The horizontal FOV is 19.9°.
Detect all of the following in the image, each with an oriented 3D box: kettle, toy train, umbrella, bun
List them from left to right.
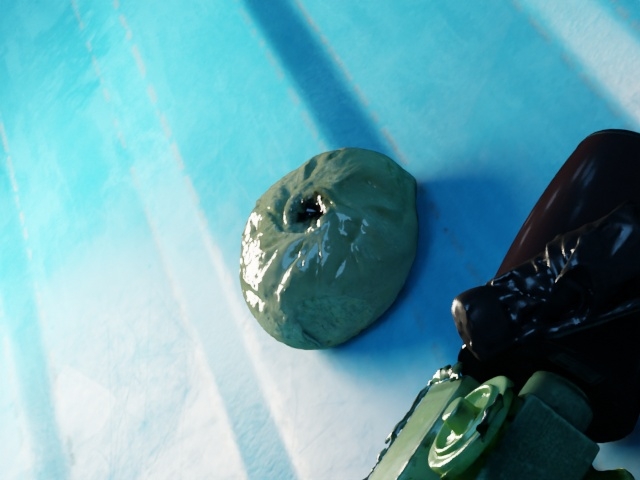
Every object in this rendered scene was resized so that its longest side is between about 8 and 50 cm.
[{"bbox_3d":[0.000,-0.002,1.789,0.221,0.108,0.221,-36,33,27],"label":"bun"},{"bbox_3d":[0.100,0.216,1.320,0.271,0.159,0.188,-54,9,-20],"label":"toy train"},{"bbox_3d":[0.211,0.034,1.449,0.232,0.144,0.202,-62,3,-28],"label":"kettle"},{"bbox_3d":[0.267,0.006,1.294,0.358,0.113,0.106,-24,68,-2],"label":"umbrella"}]
